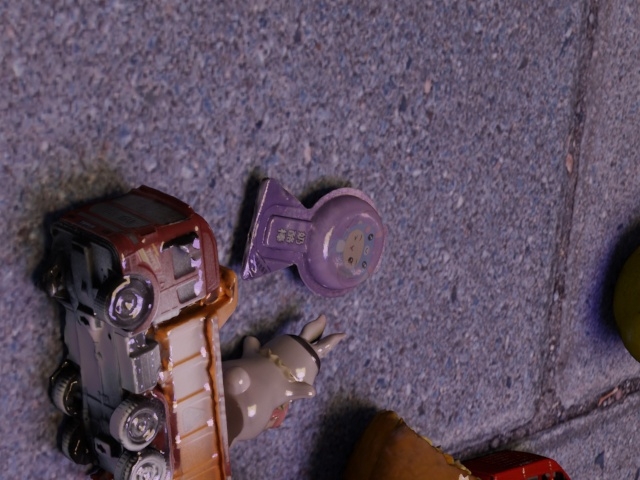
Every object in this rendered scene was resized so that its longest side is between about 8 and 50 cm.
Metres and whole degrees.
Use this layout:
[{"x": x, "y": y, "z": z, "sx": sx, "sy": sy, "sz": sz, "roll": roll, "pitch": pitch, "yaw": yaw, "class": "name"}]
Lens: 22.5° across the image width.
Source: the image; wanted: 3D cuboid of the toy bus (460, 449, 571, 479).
[{"x": 0.222, "y": 0.286, "z": 1.813, "sx": 0.195, "sy": 0.081, "sz": 0.089, "roll": -4, "pitch": 98, "yaw": -48, "class": "toy bus"}]

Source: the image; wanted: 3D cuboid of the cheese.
[{"x": 0.000, "y": 0.000, "z": 1.466, "sx": 0.191, "sy": 0.042, "sz": 0.105, "roll": 7, "pitch": 97, "yaw": -48, "class": "cheese"}]

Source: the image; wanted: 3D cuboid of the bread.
[{"x": 0.134, "y": 0.325, "z": 1.599, "sx": 0.340, "sy": 0.194, "sz": 0.179, "roll": 39, "pitch": 87, "yaw": -26, "class": "bread"}]

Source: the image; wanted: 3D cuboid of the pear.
[{"x": 0.443, "y": 0.074, "z": 1.905, "sx": 0.198, "sy": 0.198, "sz": 0.198, "roll": -22, "pitch": 120, "yaw": -44, "class": "pear"}]

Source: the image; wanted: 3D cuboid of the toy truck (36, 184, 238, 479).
[{"x": -0.136, "y": 0.096, "z": 1.287, "sx": 0.135, "sy": 0.114, "sz": 0.270, "roll": -25, "pitch": 123, "yaw": -38, "class": "toy truck"}]

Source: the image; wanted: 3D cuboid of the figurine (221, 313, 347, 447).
[{"x": -0.050, "y": 0.125, "z": 1.449, "sx": 0.146, "sy": 0.081, "sz": 0.098, "roll": -27, "pitch": 167, "yaw": -47, "class": "figurine"}]
